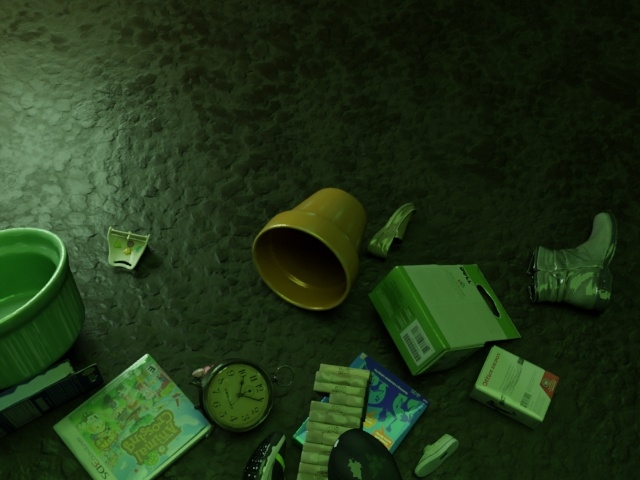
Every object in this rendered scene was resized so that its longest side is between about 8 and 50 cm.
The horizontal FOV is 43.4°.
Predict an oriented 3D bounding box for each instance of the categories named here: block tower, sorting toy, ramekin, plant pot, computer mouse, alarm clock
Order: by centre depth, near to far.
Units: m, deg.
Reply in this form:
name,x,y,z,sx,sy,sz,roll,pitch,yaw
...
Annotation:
name,x,y,z,sx,sy,sz,roll,pitch,yaw
computer mouse,0.099,0.430,1.284,0.188,0.072,0.272,-27,102,-38
block tower,0.014,0.380,1.349,0.097,0.091,0.336,6,74,10
ramekin,-0.570,0.125,1.422,0.303,0.148,0.303,-9,36,7
alarm clock,-0.135,0.272,1.451,0.191,0.064,0.130,-17,90,-18
plant pot,0.000,0.000,1.574,0.205,0.205,0.188,25,46,11
sorting toy,-0.390,0.020,1.615,0.083,0.045,0.075,12,67,3

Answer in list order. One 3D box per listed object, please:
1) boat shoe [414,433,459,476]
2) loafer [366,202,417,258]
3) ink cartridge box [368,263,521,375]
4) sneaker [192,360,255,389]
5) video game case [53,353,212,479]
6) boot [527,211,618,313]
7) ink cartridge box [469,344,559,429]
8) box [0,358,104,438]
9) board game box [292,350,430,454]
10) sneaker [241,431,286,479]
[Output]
name,x,y,z,sx,sy,sz,roll,pitch,yaw
boat shoe,0.202,0.384,1.445,0.100,0.035,0.035,-37,41,-18
loafer,0.156,-0.016,1.666,0.050,0.056,0.148,38,74,17
ink cartridge box,0.246,0.147,1.560,0.255,0.097,0.189,1,52,-44
sneaker,-0.175,0.255,1.494,0.119,0.047,0.057,-12,83,-10
video game case,-0.335,0.336,1.440,0.212,0.023,0.193,-38,69,-23
boot,0.516,0.029,1.649,0.161,0.083,0.247,12,58,10
ink cartridge box,0.361,0.274,1.503,0.135,0.056,0.099,27,61,11
box,-0.492,0.273,1.400,0.225,0.136,0.037,-26,72,-19
board game box,0.075,0.330,1.457,0.160,0.047,0.210,34,65,15
sneaker,-0.088,0.449,1.374,0.097,0.084,0.235,27,59,-16
